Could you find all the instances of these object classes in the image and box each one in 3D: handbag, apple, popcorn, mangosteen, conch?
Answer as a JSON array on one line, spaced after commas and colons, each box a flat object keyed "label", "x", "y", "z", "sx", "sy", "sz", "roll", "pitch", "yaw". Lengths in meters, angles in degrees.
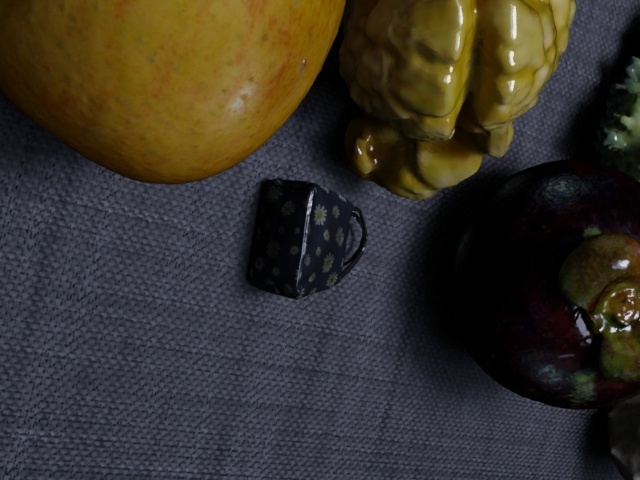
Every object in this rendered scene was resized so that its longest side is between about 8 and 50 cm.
[{"label": "handbag", "x": 0.000, "y": 0.000, "z": 1.023, "sx": 0.139, "sy": 0.072, "sz": 0.115, "roll": 4, "pitch": 95, "yaw": -50}, {"label": "apple", "x": -0.127, "y": -0.196, "z": 0.753, "sx": 0.299, "sy": 0.299, "sz": 0.275, "roll": 2, "pitch": 126, "yaw": -37}, {"label": "popcorn", "x": 0.120, "y": -0.191, "z": 0.952, "sx": 0.225, "sy": 0.265, "sz": 0.332, "roll": 16, "pitch": 110, "yaw": -9}, {"label": "mangosteen", "x": 0.282, "y": 0.050, "z": 1.103, "sx": 0.288, "sy": 0.288, "sz": 0.288, "roll": -8, "pitch": 104, "yaw": -36}, {"label": "conch", "x": 0.470, "y": 0.243, "z": 1.369, "sx": 0.291, "sy": 0.158, "sz": 0.210, "roll": 37, "pitch": 62, "yaw": -75}]

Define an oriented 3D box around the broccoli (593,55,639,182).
[{"label": "broccoli", "x": 0.521, "y": -0.129, "z": 1.245, "sx": 0.293, "sy": 0.281, "sz": 0.348, "roll": 45, "pitch": 74, "yaw": -33}]
